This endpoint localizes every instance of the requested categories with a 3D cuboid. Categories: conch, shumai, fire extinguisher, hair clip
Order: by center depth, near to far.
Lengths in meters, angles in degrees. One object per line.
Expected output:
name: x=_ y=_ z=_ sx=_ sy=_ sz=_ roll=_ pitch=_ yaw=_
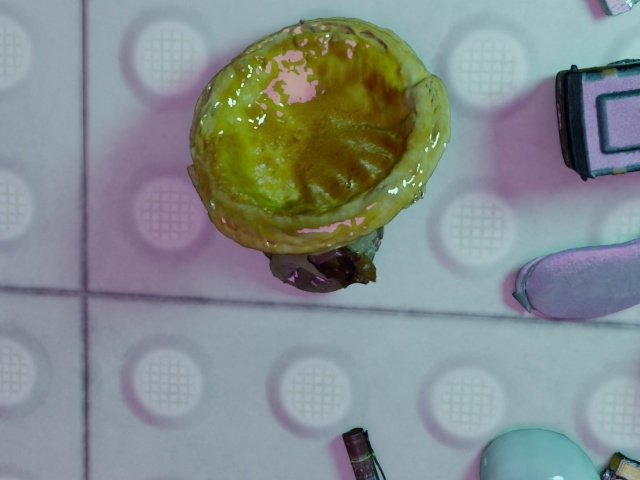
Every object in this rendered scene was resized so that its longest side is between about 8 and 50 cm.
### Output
hair clip: x=0.460 y=0.032 z=1.556 sx=0.359 sy=0.110 sz=0.095 roll=-27 pitch=56 yaw=14
shumai: x=0.000 y=0.000 z=1.576 sx=0.201 sy=0.120 sz=0.201 roll=1 pitch=103 yaw=5
conch: x=0.344 y=0.389 z=1.605 sx=0.221 sy=0.121 sz=0.185 roll=34 pitch=83 yaw=8
fire extinguisher: x=0.071 y=0.364 z=1.673 sx=0.056 sy=0.039 sz=0.132 roll=-15 pitch=98 yaw=18

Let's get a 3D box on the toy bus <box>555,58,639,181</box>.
toy bus: x=0.498 y=-0.181 z=1.449 sx=0.324 sy=0.194 sz=0.161 roll=-7 pitch=100 yaw=7

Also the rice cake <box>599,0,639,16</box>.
rice cake: x=0.406 y=-0.446 z=1.489 sx=0.127 sy=0.043 sz=0.237 roll=-32 pitch=96 yaw=9

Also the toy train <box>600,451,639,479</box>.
toy train: x=0.530 y=0.386 z=1.615 sx=0.202 sy=0.060 sz=0.081 roll=23 pitch=95 yaw=2

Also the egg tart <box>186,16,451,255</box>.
egg tart: x=-0.003 y=-0.135 z=1.485 sx=0.388 sy=0.169 sz=0.387 roll=-8 pitch=61 yaw=14
